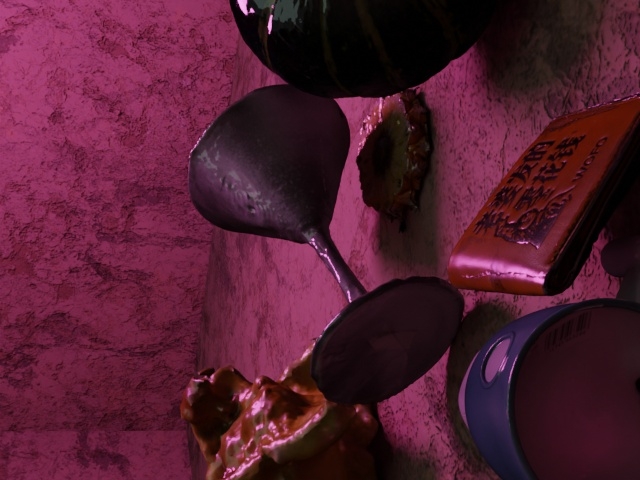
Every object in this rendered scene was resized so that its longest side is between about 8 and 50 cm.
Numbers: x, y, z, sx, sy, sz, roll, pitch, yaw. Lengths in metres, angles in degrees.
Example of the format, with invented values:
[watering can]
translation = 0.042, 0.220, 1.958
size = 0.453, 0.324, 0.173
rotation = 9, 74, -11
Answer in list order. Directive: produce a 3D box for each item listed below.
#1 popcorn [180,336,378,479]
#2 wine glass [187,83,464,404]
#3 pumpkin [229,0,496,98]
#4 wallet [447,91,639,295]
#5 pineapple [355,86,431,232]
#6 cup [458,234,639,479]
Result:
[popcorn]
translation = -0.030, 0.312, 1.203
size = 0.321, 0.290, 0.326
rotation = -8, 43, 37
[wine glass]
translation = 0.000, 0.000, 1.060
size = 0.406, 0.267, 0.267
rotation = 57, 142, 44
[pumpkin]
translation = 0.047, -0.317, 0.921
size = 0.241, 0.323, 0.323
rotation = 40, -132, -68
[wallet]
translation = 0.194, -0.038, 0.665
size = 0.195, 0.042, 0.161
rotation = -52, 10, -12
[pineapple]
translation = 0.104, -0.122, 1.166
size = 0.221, 0.047, 0.221
rotation = -177, 90, -73
[cup]
translation = 0.189, 0.130, 0.622
size = 0.300, 0.167, 0.173
rotation = -62, 5, -12
